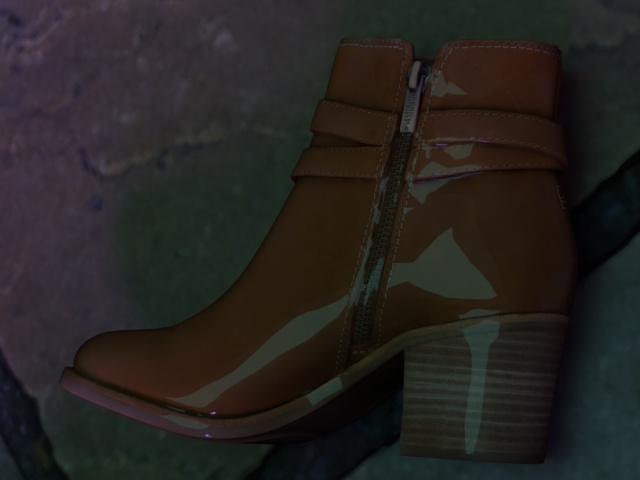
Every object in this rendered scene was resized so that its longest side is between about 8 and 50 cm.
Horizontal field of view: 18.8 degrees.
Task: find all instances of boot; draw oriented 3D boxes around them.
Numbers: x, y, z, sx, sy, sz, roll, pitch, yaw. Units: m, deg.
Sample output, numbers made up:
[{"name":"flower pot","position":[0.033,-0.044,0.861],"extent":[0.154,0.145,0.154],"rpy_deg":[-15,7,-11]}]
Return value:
[{"name":"boot","position":[0.000,0.000,0.711],"extent":[0.197,0.073,0.152],"rpy_deg":[2,85,19]}]
